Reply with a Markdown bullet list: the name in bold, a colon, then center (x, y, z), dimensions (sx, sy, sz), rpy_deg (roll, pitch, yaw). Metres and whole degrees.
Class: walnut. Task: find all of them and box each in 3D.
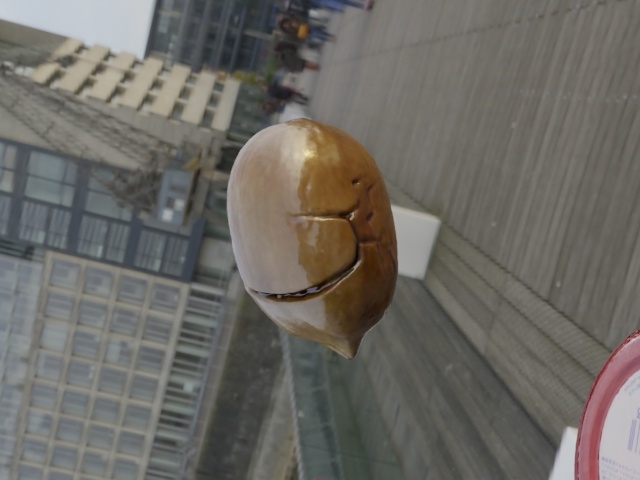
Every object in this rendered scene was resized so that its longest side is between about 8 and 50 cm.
- **walnut**: center (0.000, 0.000, 1.067), dimensions (0.203, 0.203, 0.298), rpy_deg (163, 88, -82)

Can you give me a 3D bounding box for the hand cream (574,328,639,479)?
- **hand cream**: center (0.264, 0.149, 0.572), dimensions (0.193, 0.125, 0.193), rpy_deg (-169, 90, -73)
